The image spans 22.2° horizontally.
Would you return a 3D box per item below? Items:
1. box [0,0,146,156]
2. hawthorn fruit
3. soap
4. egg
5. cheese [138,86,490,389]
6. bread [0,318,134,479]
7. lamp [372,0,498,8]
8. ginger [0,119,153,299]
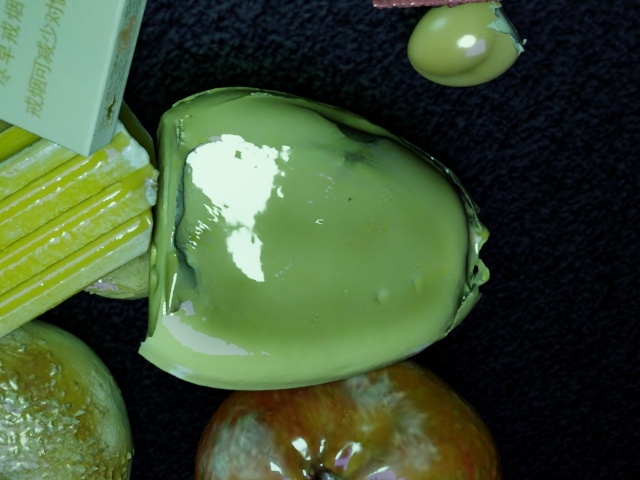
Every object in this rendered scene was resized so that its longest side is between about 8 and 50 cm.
[{"bbox_3d":[-0.304,-0.225,1.243,0.365,0.051,0.205,24,117,12],"label":"box"},{"bbox_3d":[0.021,0.221,1.507,0.284,0.284,0.284,-2,121,-4],"label":"hawthorn fruit"},{"bbox_3d":[-0.238,-0.019,1.344,0.232,0.073,0.140,-31,127,7],"label":"soap"},{"bbox_3d":[0.122,-0.170,1.394,0.096,0.080,0.080,-28,119,12],"label":"egg"},{"bbox_3d":[0.000,0.000,1.420,0.316,0.128,0.260,2,93,-14],"label":"cheese"},{"bbox_3d":[-0.320,0.213,1.538,0.305,0.159,0.305,-3,121,-5],"label":"bread"},{"bbox_3d":[0.165,-0.252,1.327,0.253,0.118,0.118,-4,121,-4],"label":"lamp"},{"bbox_3d":[-0.313,-0.069,1.393,0.348,0.122,0.363,-15,132,-6],"label":"ginger"}]
